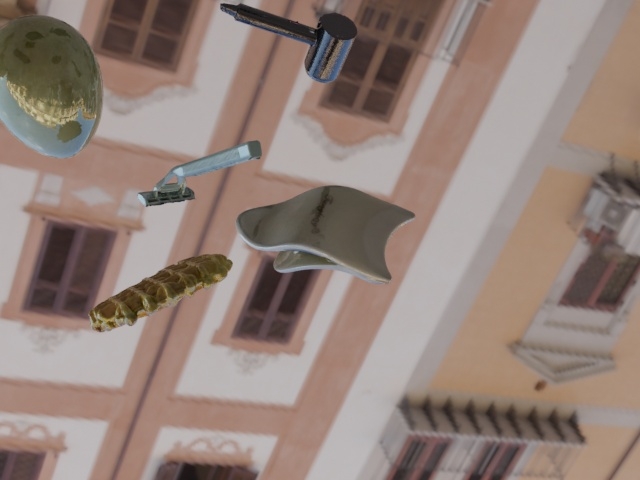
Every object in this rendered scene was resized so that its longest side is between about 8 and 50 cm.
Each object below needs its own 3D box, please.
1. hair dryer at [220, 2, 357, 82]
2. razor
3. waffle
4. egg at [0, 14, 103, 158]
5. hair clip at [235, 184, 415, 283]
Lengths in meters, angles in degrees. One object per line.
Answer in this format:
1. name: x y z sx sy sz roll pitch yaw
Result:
1. hair dryer: -0.067 -0.370 1.914 0.248 0.114 0.071 14 -136 -11
2. razor: -0.198 -0.124 1.819 0.111 0.278 0.056 -10 -98 -44
3. waffle: -0.320 0.099 2.123 0.309 0.283 0.065 -34 -77 -63
4. egg: -0.518 -0.285 2.011 0.218 0.295 0.218 -10 -141 8
5. hair clip: -0.002 -0.014 1.792 0.282 0.113 0.172 -5 -140 30
